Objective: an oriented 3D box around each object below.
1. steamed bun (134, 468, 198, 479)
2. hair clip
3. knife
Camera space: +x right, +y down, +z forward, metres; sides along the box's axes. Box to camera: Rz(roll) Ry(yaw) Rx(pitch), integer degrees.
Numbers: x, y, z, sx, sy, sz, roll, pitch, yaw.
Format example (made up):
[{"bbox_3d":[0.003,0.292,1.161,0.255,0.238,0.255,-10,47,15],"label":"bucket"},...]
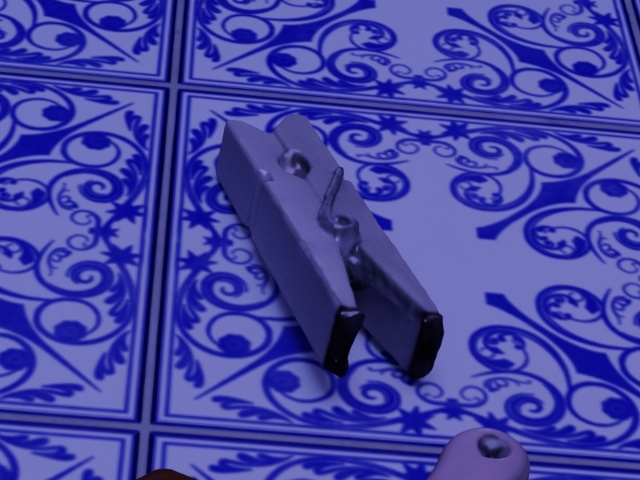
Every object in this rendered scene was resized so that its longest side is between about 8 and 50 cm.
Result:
[{"bbox_3d":[-0.047,0.324,1.096,0.235,0.248,0.379,-28,39,-35],"label":"steamed bun"},{"bbox_3d":[0.000,-0.004,1.682,0.101,0.085,0.331,-5,37,-21],"label":"hair clip"},{"bbox_3d":[0.034,0.230,1.418,0.081,0.043,0.336,33,45,29],"label":"knife"}]
